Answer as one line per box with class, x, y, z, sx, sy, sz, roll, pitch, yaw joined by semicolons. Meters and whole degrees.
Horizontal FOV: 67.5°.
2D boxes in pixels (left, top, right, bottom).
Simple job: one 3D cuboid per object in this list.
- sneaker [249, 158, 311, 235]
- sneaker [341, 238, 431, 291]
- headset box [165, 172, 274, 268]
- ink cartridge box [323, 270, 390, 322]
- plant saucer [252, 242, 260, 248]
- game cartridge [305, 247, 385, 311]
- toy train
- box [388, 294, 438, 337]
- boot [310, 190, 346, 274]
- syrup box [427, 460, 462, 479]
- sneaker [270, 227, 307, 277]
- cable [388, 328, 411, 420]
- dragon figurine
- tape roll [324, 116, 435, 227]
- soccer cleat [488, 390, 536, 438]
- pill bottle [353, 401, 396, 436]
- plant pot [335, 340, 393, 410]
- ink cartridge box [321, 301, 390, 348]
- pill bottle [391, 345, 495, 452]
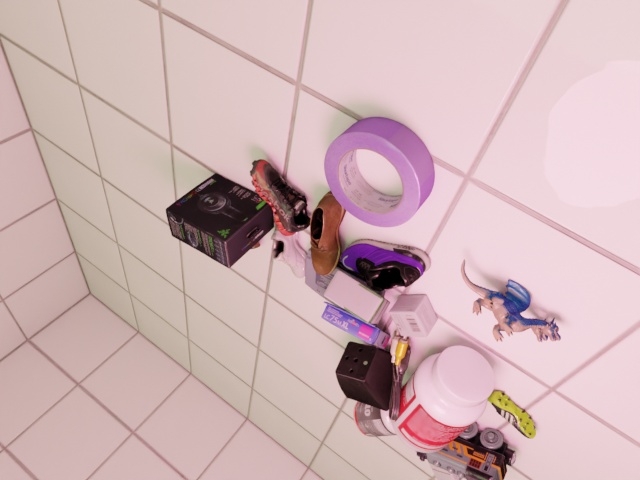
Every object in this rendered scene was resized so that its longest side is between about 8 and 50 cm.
sneaker;-0.114;-0.135;1.488;0.135;0.097;0.276;-1;126;44
sneaker;0.159;0.080;1.397;0.293;0.146;0.102;3;127;41
headset box;-0.326;-0.069;1.623;0.283;0.246;0.131;28;141;22
ink cartridge box;0.113;0.172;1.405;0.153;0.087;0.208;31;178;18
plant saucer;-0.301;-0.016;1.782;0.168;0.029;0.168;28;161;10
game cartridge;0.079;0.155;1.622;0.294;0.060;0.196;28;136;21
toy train;0.494;0.730;1.667;0.334;0.190;0.142;10;131;37
box;0.286;0.230;1.471;0.102;0.087;0.101;-6;120;47
boot;0.000;0.000;1.464;0.112;0.115;0.305;24;131;21
syrup box;0.478;0.840;1.867;0.096;0.093;0.237;-2;123;44
sneaker;-0.118;0.048;1.648;0.090;0.115;0.232;6;129;40
cable;0.242;0.438;1.589;0.072;0.287;0.139;17;169;-6
dragon figurine;0.476;0.162;1.230;0.289;0.144;0.085;53;148;21
tape roll;0.146;-0.170;1.221;0.275;0.090;0.274;25;138;24
soccer cleat;0.603;0.548;1.512;0.179;0.060;0.072;47;153;7
pill bottle;0.265;0.665;1.843;0.161;0.161;0.283;47;142;-4
plant pot;0.160;0.457;1.687;0.188;0.187;0.167;4;145;41
ink cartridge box;0.117;0.282;1.569;0.186;0.065;0.311;25;170;22
pill bottle;0.383;0.504;1.524;0.229;0.229;0.407;33;142;15
